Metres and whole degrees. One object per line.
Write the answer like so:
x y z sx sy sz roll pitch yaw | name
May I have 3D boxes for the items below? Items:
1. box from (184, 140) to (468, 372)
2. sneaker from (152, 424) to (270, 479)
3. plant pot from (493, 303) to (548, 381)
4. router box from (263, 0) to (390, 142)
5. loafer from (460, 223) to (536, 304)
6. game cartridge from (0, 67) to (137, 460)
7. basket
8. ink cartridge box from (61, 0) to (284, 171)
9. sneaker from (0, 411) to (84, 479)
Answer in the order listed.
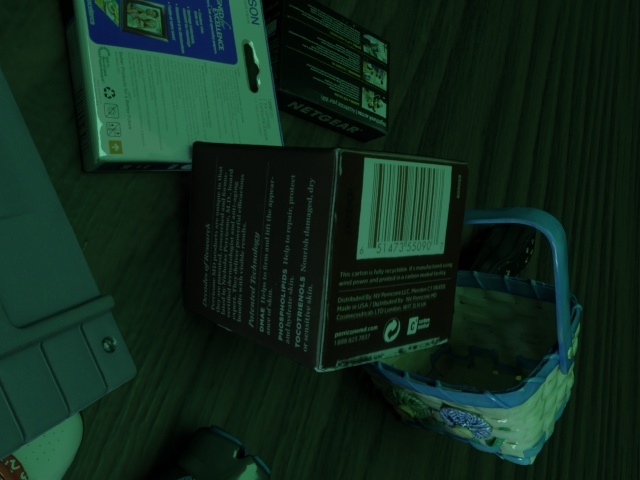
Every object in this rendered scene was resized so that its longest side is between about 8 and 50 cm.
0.000 0.000 0.543 0.168 0.203 0.167 -2 100 -42 | box
-0.045 0.329 0.539 0.139 0.125 0.341 -42 104 -23 | sneaker
0.262 0.146 0.839 0.134 0.134 0.095 -16 116 -42 | plant pot
0.010 -0.210 0.723 0.179 0.046 0.133 13 74 -39 | router box
0.248 0.036 0.869 0.223 0.078 0.076 -37 131 -45 | loafer
-0.264 -0.029 0.358 0.355 0.068 0.230 67 20 -3 | game cartridge
0.161 0.092 0.661 0.201 0.254 0.289 -35 117 -38 | basket
-0.139 -0.172 0.582 0.208 0.045 0.206 -6 87 -42 | ink cartridge box
-0.239 0.195 0.353 0.270 0.145 0.090 -37 107 -40 | sneaker
